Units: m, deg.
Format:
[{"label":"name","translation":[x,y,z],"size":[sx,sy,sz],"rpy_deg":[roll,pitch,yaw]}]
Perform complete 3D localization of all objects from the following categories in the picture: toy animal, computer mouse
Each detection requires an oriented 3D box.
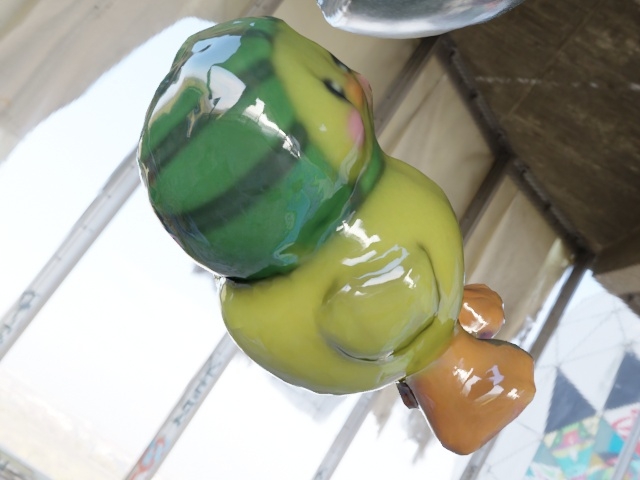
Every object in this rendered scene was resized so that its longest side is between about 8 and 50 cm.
[{"label":"toy animal","translation":[-0.003,0.000,0.586],"size":[0.338,0.191,0.216],"rpy_deg":[50,19,-20]},{"label":"computer mouse","translation":[0.097,-0.235,0.680],"size":[0.374,0.203,0.114],"rpy_deg":[-96,169,-77]}]
